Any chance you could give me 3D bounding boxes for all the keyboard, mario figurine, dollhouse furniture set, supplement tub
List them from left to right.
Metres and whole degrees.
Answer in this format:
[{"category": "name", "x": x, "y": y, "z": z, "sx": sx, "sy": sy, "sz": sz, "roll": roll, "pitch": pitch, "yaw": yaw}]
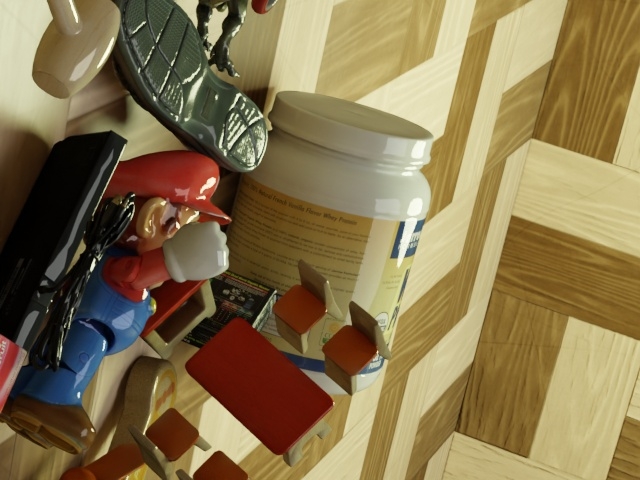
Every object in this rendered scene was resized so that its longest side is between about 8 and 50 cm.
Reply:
[{"category": "keyboard", "x": -0.242, "y": 0.046, "z": 1.602, "sx": 0.033, "sy": 0.201, "sz": 0.317, "roll": 31, "pitch": 73, "yaw": -29}, {"category": "mario figurine", "x": -0.175, "y": 0.061, "z": 1.791, "sx": 0.320, "sy": 0.198, "sz": 0.170, "roll": -62, "pitch": 149, "yaw": -14}, {"category": "dollhouse furniture set", "x": -0.100, "y": 0.118, "z": 1.929, "sx": 0.262, "sy": 0.259, "sz": 0.135, "roll": -44, "pitch": 153, "yaw": -14}, {"category": "supplement tub", "x": 0.000, "y": 0.000, "z": 2.195, "sx": 0.228, "sy": 0.228, "sz": 0.316, "roll": -21, "pitch": 128, "yaw": -69}]

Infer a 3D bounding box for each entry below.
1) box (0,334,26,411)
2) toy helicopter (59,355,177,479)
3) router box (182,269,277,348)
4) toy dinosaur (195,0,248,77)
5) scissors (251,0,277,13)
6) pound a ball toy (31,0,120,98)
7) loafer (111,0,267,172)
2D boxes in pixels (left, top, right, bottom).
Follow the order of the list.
[{"category": "box", "x": -0.351, "y": 0.168, "z": 1.457, "sx": 0.128, "sy": 0.123, "sz": 0.256, "roll": 54, "pitch": 57, "yaw": -69}, {"category": "toy helicopter", "x": -0.232, "y": 0.274, "z": 2.013, "sx": 0.235, "sy": 0.140, "sz": 0.355, "roll": 68, "pitch": 32, "yaw": -53}, {"category": "router box", "x": -0.122, "y": 0.075, "z": 2.075, "sx": 0.092, "sy": 0.122, "sz": 0.038, "roll": -57, "pitch": 162, "yaw": -36}, {"category": "toy dinosaur", "x": -0.098, "y": -0.234, "z": 1.851, "sx": 0.268, "sy": 0.064, "sz": 0.118, "roll": -95, "pitch": -161, "yaw": -70}, {"category": "scissors", "x": -0.008, "y": -0.327, "z": 1.760, "sx": 0.109, "sy": 0.021, "sz": 0.297, "roll": -50, "pitch": 169, "yaw": -38}, {"category": "pound a ball toy", "x": -0.230, "y": -0.268, "z": 1.210, "sx": 0.319, "sy": 0.208, "sz": 0.135, "roll": 88, "pitch": 27, "yaw": -49}, {"category": "loafer", "x": -0.149, "y": -0.150, "z": 1.796, "sx": 0.267, "sy": 0.084, "sz": 0.096, "roll": 49, "pitch": 55, "yaw": -46}]
